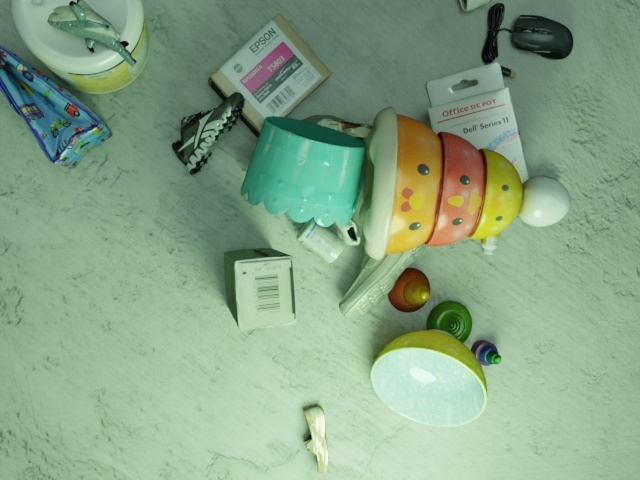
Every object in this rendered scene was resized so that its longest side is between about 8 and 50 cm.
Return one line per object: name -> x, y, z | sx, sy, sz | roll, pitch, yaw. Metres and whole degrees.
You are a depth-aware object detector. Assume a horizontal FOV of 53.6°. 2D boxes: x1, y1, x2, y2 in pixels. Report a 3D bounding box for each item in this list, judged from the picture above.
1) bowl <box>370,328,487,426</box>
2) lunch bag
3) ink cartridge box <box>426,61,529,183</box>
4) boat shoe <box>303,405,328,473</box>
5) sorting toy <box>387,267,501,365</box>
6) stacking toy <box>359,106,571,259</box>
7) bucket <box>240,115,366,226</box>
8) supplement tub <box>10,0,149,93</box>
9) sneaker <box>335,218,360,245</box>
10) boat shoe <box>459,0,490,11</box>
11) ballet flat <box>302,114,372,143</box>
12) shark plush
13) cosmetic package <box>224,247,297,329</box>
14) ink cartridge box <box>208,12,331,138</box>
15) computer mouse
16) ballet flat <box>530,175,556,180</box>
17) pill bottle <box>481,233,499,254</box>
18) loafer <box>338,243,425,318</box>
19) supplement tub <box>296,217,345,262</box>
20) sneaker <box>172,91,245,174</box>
bowl -> 0.285, 0.321, 1.608 | 0.289, 0.289, 0.156 | 40, 41, -11
lunch bag -> -0.610, -0.310, 1.367 | 0.138, 0.221, 0.293 | -42, 100, -7
ink cartridge box -> 0.394, -0.257, 1.600 | 0.207, 0.119, 0.353 | -13, 96, 17
boat shoe -> -0.015, 0.511, 1.620 | 0.059, 0.063, 0.170 | -5, 84, -9
sorting toy -> 0.340, 0.212, 1.646 | 0.365, 0.126, 0.127 | 40, 84, -10
stacking toy -> 0.338, -0.117, 1.459 | 0.480, 0.350, 0.350 | 4, 92, 0
bucket -> -0.032, -0.165, 1.459 | 0.281, 0.281, 0.183 | 12, 108, -12
supplement tub -> -0.486, -0.443, 1.332 | 0.241, 0.331, 0.241 | -1, 93, -12
sneaker -> 0.061, -0.055, 1.607 | 0.054, 0.061, 0.152 | -33, 97, -7
boat shoe -> 0.345, -0.721, 1.616 | 0.096, 0.098, 0.277 | -31, 100, -10
ballet flat -> 0.052, -0.277, 1.590 | 0.213, 0.068, 0.072 | 6, 91, -12
shark plush -> -0.414, -0.380, 1.170 | 0.161, 0.073, 0.067 | 31, 107, -32
cosmetic package -> -0.144, 0.101, 1.450 | 0.129, 0.296, 0.153 | -5, 95, -13
ink cartridge box -> -0.123, -0.394, 1.537 | 0.235, 0.088, 0.193 | -45, 101, -6
computer mouse -> 0.561, -0.518, 1.692 | 0.262, 0.060, 0.184 | 15, 89, -12
ballet flat -> 0.559, -0.133, 1.706 | 0.206, 0.067, 0.073 | -11, 96, -11
pill bottle -> 0.455, -0.004, 1.702 | 0.043, 0.043, 0.083 | 6, 92, -12
loafer -> 0.152, 0.061, 1.618 | 0.111, 0.112, 0.319 | 39, 81, 26
supplement tub -> 0.000, 0.000, 1.591 | 0.107, 0.071, 0.071 | 37, 85, -12
sneaker -> -0.272, -0.268, 1.484 | 0.106, 0.078, 0.234 | 42, 115, 0
